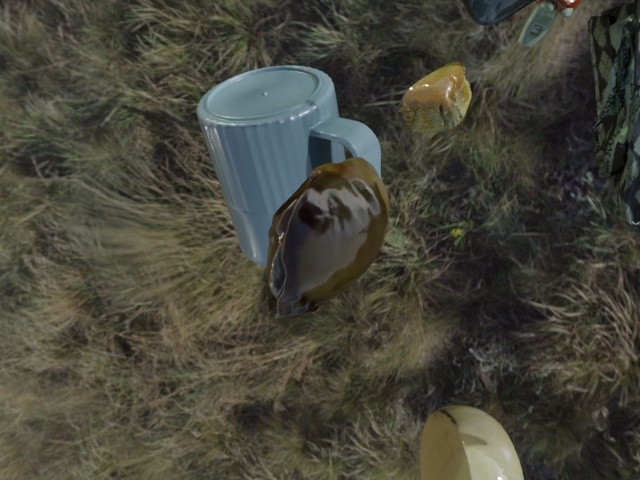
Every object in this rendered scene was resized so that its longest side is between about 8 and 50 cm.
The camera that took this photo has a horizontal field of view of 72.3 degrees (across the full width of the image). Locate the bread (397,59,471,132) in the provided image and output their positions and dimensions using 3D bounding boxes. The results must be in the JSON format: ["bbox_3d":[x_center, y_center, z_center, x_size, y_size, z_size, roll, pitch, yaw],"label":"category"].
[{"bbox_3d":[0.388,-0.436,1.411,0.252,0.133,0.174,-32,139,7],"label":"bread"}]

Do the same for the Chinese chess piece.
[{"bbox_3d":[0.268,0.435,0.804,0.097,0.251,0.250,4,115,-9],"label":"Chinese chess piece"}]

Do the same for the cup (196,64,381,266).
[{"bbox_3d":[-0.062,-0.123,0.820,0.257,0.331,0.311,-22,132,-11],"label":"cup"}]

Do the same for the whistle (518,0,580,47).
[{"bbox_3d":[0.499,-0.527,0.910,0.102,0.106,0.253,37,136,11],"label":"whistle"}]

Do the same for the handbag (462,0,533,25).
[{"bbox_3d":[0.362,-0.496,0.679,0.332,0.075,0.191,-22,125,34],"label":"handbag"}]

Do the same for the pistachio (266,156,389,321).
[{"bbox_3d":[0.000,0.000,0.511,0.131,0.165,0.210,25,90,37],"label":"pistachio"}]

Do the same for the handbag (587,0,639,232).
[{"bbox_3d":[0.493,-0.221,0.635,0.180,0.416,0.316,-6,108,31],"label":"handbag"}]
